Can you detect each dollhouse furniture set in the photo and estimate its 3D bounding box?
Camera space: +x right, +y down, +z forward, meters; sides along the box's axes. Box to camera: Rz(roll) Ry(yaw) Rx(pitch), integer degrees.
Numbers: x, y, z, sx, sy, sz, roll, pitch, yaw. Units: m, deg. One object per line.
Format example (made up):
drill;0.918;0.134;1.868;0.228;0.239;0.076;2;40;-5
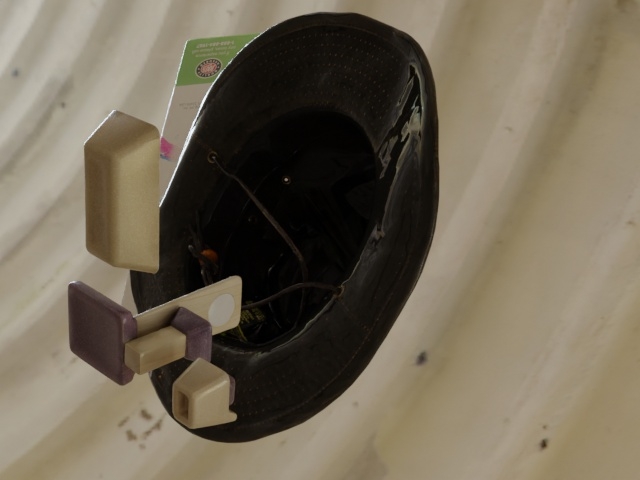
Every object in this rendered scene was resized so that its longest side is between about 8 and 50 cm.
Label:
dollhouse furniture set;-0.050;0.004;0.422;0.091;0.081;0.114;24;-60;37

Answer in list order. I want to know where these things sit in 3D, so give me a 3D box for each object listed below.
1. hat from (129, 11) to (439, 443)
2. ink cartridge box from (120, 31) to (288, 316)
hat;0.000;0.000;0.757;0.331;0.134;0.331;-21;-121;39
ink cartridge box;-0.077;-0.057;1.100;0.207;0.119;0.354;0;-115;24
